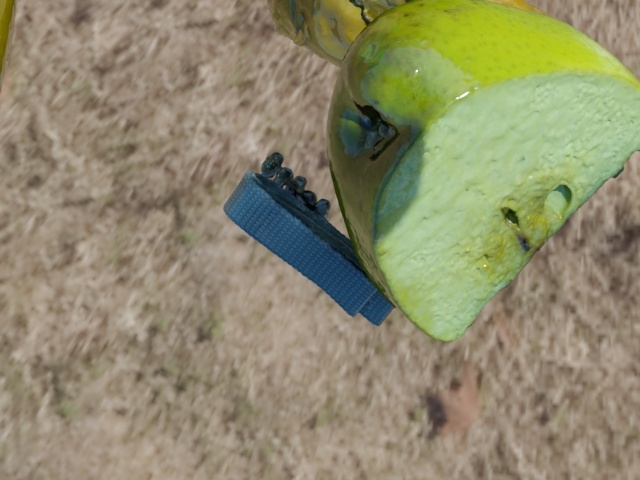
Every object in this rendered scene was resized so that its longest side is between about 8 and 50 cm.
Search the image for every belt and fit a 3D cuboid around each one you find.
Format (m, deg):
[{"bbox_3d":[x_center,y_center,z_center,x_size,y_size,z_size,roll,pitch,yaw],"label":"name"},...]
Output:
[{"bbox_3d":[-0.003,0.004,1.373,0.179,0.100,0.065,40,106,1],"label":"belt"}]

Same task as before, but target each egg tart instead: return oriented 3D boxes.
[{"bbox_3d":[0.078,-0.227,1.481,0.388,0.388,0.169,31,98,-6],"label":"egg tart"}]

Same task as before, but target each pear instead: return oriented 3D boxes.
[{"bbox_3d":[0.100,-0.085,1.234,0.292,0.159,0.292,-22,138,-21],"label":"pear"}]

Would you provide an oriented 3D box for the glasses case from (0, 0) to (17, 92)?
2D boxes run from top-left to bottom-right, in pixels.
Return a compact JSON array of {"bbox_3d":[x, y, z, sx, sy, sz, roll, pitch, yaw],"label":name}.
[{"bbox_3d":[-0.215,-0.083,0.597,0.141,0.371,0.173,30,91,-27],"label":"glasses case"}]
